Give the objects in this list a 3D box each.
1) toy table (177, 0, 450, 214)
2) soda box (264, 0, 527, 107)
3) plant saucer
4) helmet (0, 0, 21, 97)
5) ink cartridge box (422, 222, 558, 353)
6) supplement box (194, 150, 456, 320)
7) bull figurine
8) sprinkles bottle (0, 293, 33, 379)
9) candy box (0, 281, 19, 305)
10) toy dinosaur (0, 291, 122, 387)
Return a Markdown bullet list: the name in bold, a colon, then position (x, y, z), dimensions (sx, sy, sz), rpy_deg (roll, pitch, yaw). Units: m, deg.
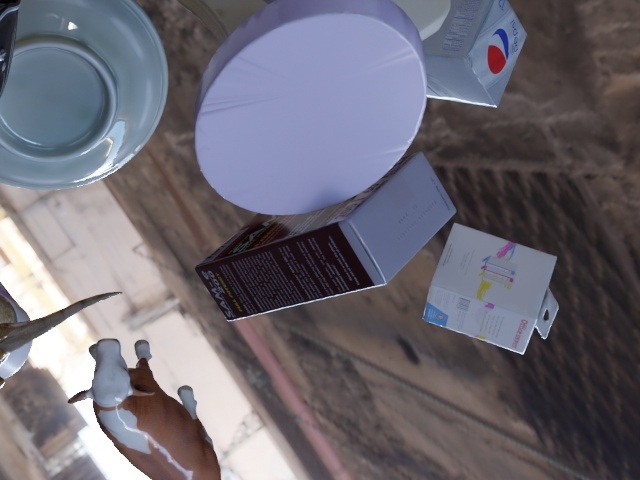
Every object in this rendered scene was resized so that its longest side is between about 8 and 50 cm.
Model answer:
- **toy table**: position (-0.014, -0.157, 0.928), dimensions (0.274, 0.252, 0.161), rpy_deg (-44, -140, 52)
- **soda box**: position (0.061, -0.217, 1.187), dimensions (0.286, 0.098, 0.091), rpy_deg (14, -107, 34)
- **plant saucer**: position (-0.439, -0.239, 1.832), dimensions (0.400, 0.400, 0.100), rpy_deg (-31, -144, 4)
- **helmet**: position (-0.305, -0.132, 0.819), dimensions (0.161, 0.169, 0.169), rpy_deg (-58, -172, 17)
- **ink cartridge box**: position (0.203, 0.059, 1.313), dimensions (0.092, 0.143, 0.090), rpy_deg (94, 18, -59)
- **supplement box**: position (0.000, 0.000, 1.106), dimensions (0.239, 0.073, 0.130), rpy_deg (-18, -161, 48)
- **bull figurine**: position (-0.229, 0.227, 1.494), dimensions (0.101, 0.310, 0.188), rpy_deg (-26, -148, 4)
- **sprinkles bottle**: position (-0.499, 0.079, 1.434), dimensions (0.121, 0.121, 0.355), rpy_deg (-31, 153, 3)
- **candy box**: position (-0.544, 0.152, 1.760), dimensions (0.070, 0.196, 0.165), rpy_deg (6, -159, -39)
- **toy dinosaur**: position (-0.290, 0.093, 1.018), dimensions (0.211, 0.064, 0.112), rpy_deg (-18, -144, 10)
